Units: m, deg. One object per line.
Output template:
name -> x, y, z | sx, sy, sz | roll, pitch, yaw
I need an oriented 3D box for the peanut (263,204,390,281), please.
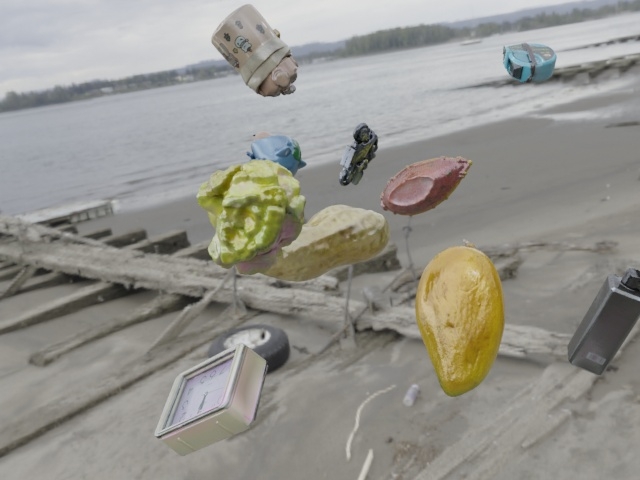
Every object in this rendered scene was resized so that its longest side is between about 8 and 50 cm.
peanut -> 0.000, 0.000, 1.131 | 0.274, 0.125, 0.111 | -15, -26, -21

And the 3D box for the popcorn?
popcorn -> -0.082, -0.031, 0.741 | 0.125, 0.145, 0.126 | -15, 44, -20

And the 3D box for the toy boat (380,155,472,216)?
toy boat -> 0.274, -0.147, 1.694 | 0.317, 0.141, 0.099 | -25, -2, 43

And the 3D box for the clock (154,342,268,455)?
clock -> -0.194, 0.285, 1.080 | 0.192, 0.071, 0.147 | -30, 29, 29

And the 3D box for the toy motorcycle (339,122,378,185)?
toy motorcycle -> 0.113, -0.240, 1.685 | 0.061, 0.194, 0.124 | 36, 34, 31

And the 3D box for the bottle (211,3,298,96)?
bottle -> -0.095, -0.293, 0.973 | 0.099, 0.152, 0.099 | -42, 8, 7

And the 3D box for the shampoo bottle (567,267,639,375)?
shampoo bottle -> 0.618, 0.169, 1.293 | 0.080, 0.246, 0.079 | 22, 30, 10

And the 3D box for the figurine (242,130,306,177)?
figurine -> -0.126, -0.169, 1.263 | 0.178, 0.114, 0.145 | -32, 52, 15

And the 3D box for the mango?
mango -> 0.274, 0.145, 1.184 | 0.176, 0.317, 0.119 | 5, -19, -6

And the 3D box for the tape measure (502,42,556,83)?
tape measure -> 0.573, -0.487, 1.645 | 0.125, 0.081, 0.146 | -3, 45, 1
